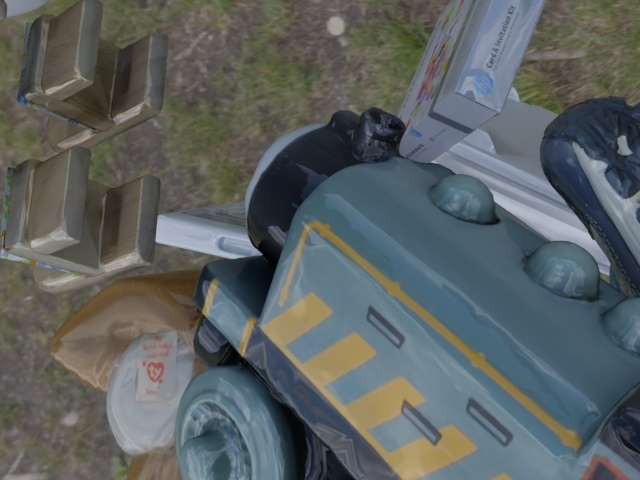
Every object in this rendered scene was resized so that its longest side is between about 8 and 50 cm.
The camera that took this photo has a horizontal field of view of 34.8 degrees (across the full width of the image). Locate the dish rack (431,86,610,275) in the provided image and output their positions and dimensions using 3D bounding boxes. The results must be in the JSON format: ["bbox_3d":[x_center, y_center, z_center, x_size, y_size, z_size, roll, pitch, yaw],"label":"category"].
[{"bbox_3d":[0.250,-0.089,1.140,0.286,0.333,0.072,25,114,7],"label":"dish rack"}]

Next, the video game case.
[{"bbox_3d":[0.000,0.000,0.762,0.183,0.201,0.023,12,98,14],"label":"video game case"}]

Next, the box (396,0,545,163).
[{"bbox_3d":[0.109,-0.138,0.755,0.038,0.186,0.145,25,78,-6],"label":"box"}]

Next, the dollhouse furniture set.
[{"bbox_3d":[-0.202,-0.102,0.469,0.161,0.212,0.242,-17,63,40],"label":"dollhouse furniture set"}]

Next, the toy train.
[{"bbox_3d":[0.067,0.086,0.388,0.334,0.142,0.190,42,123,39],"label":"toy train"}]

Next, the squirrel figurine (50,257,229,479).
[{"bbox_3d":[-0.033,0.140,1.141,0.397,0.370,0.281,-46,57,19],"label":"squirrel figurine"}]

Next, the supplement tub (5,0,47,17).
[{"bbox_3d":[-0.458,-0.468,1.282,0.241,0.241,0.331,19,123,20],"label":"supplement tub"}]

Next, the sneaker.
[{"bbox_3d":[0.175,0.067,0.467,0.122,0.110,0.283,-33,98,42],"label":"sneaker"}]
